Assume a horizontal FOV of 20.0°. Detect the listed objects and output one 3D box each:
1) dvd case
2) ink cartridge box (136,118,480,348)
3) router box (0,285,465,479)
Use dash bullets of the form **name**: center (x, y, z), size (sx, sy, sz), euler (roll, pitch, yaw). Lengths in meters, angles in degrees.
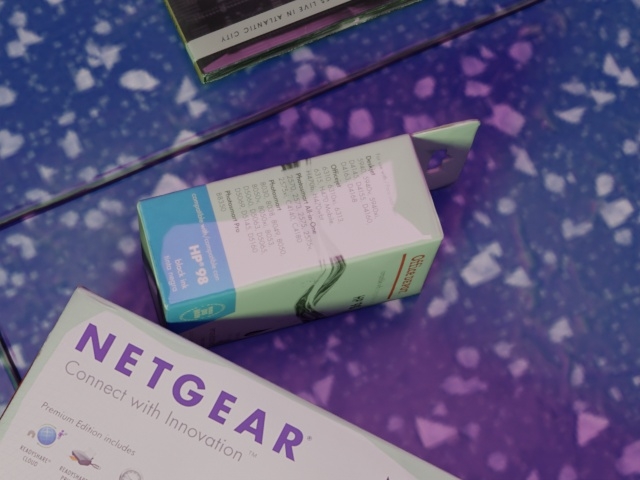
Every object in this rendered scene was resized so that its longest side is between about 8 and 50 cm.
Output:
- **dvd case**: center (-0.037, -0.215, 1.050), size (0.164, 0.018, 0.221), euler (-23, 75, -12)
- **ink cartridge box**: center (0.000, 0.000, 0.939), size (0.180, 0.104, 0.060), euler (-14, 74, -8)
- **router box**: center (-0.044, 0.231, 0.876), size (0.335, 0.082, 0.301), euler (26, 73, 5)
